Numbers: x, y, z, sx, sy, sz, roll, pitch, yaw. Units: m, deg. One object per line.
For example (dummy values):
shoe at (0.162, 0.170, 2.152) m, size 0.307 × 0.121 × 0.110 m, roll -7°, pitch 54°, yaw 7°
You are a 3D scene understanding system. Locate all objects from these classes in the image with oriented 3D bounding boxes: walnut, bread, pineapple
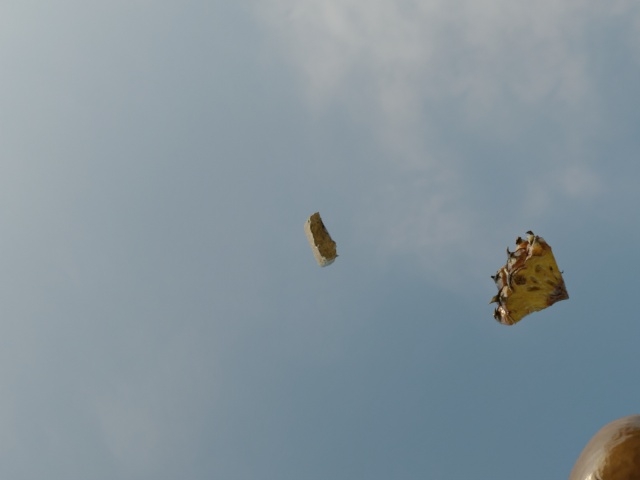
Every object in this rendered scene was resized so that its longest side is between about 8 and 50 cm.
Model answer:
walnut at (0.474, 0.411, 1.294) m, size 0.203 × 0.203 × 0.297 m, roll 24°, pitch -84°, yaw 3°
bread at (0.000, 0.000, 1.331) m, size 0.035 × 0.070 × 0.083 m, roll -23°, pitch -101°, yaw -10°
pineapple at (0.298, 0.061, 1.194) m, size 0.116 × 0.069 × 0.137 m, roll 20°, pitch -75°, yaw -15°
